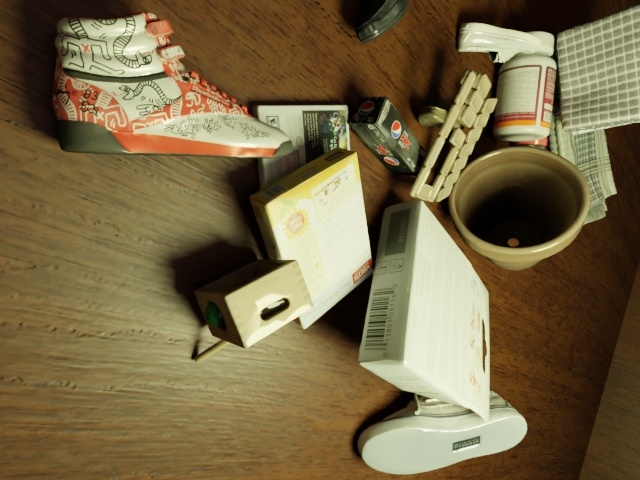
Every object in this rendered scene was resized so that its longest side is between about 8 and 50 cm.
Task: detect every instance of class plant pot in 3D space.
[{"bbox_3d":[0.435,-0.041,0.923,0.263,0.263,0.229,-60,148,-14],"label":"plant pot"}]

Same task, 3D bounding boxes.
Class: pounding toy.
[{"bbox_3d":[-0.104,0.099,0.555,0.141,0.130,0.100,-27,103,-34],"label":"pounding toy"}]

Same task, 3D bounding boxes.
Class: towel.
[{"bbox_3d":[0.699,-0.204,1.079,0.312,0.056,0.324,-16,98,-40],"label":"towel"},{"bbox_3d":[0.646,-0.360,0.850,0.121,0.284,0.234,-22,103,-43],"label":"towel"}]

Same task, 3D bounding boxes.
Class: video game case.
[{"bbox_3d":[-0.020,-0.113,0.642,0.173,0.022,0.190,-15,107,-37],"label":"video game case"}]

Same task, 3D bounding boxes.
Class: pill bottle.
[{"bbox_3d":[0.474,-0.350,0.947,0.121,0.121,0.221,0,95,-41],"label":"pill bottle"}]

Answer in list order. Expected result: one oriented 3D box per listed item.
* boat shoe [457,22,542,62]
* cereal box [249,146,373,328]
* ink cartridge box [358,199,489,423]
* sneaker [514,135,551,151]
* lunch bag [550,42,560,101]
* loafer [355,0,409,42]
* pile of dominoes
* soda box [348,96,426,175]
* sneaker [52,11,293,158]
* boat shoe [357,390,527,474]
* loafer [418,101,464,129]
[{"bbox_3d":[0.376,-0.409,0.860,0.184,0.066,0.063,3,111,-17],"label":"boat shoe"},{"bbox_3d":[0.000,0.000,0.638,0.173,0.047,0.240,-34,131,-29],"label":"cereal box"},{"bbox_3d":[0.231,0.154,0.804,0.385,0.091,0.308,42,49,-39],"label":"ink cartridge box"},{"bbox_3d":[0.600,-0.193,1.104,0.276,0.098,0.135,17,87,-39],"label":"sneaker"},{"bbox_3d":[0.698,-0.437,1.022,0.223,0.262,0.160,-22,113,-38],"label":"lunch bag"},{"bbox_3d":[0.110,-0.411,0.662,0.078,0.076,0.223,43,66,-32],"label":"loafer"},{"bbox_3d":[0.253,-0.196,0.799,0.196,0.040,0.251,5,113,-57],"label":"pile of dominoes"},{"bbox_3d":[0.120,-0.177,0.712,0.169,0.060,0.053,35,76,-47],"label":"soda box"},{"bbox_3d":[-0.149,-0.170,0.468,0.270,0.090,0.144,-6,104,-33],"label":"sneaker"},{"bbox_3d":[0.248,0.390,0.903,0.367,0.156,0.135,-7,111,-10],"label":"boat shoe"},{"bbox_3d":[0.244,-0.253,0.820,0.148,0.056,0.050,-6,102,-50],"label":"loafer"}]
